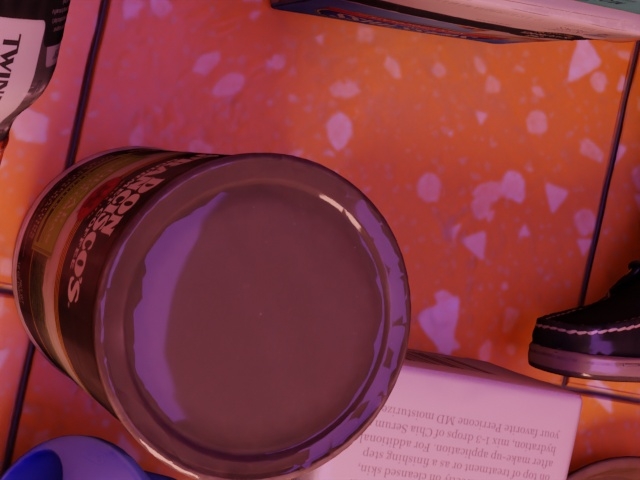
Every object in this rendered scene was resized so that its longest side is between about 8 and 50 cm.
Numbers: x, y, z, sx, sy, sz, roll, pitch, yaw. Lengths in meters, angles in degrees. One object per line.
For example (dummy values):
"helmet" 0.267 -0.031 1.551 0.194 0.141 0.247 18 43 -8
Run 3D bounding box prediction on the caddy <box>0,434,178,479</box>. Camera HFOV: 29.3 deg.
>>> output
"caddy" -0.167 0.307 0.847 0.179 0.241 0.341 16 88 -45

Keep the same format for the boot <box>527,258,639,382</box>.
"boot" 0.339 -0.031 1.110 0.377 0.138 0.284 -9 100 -27

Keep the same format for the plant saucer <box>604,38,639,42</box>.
"plant saucer" 0.284 -0.282 1.116 0.200 0.037 0.199 -2 96 -24

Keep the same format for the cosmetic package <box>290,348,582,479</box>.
"cosmetic package" 0.034 0.314 0.995 0.230 0.161 0.453 13 90 -25

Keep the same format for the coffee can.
"coffee can" -0.090 0.037 0.850 0.202 0.275 0.201 -2 96 -24

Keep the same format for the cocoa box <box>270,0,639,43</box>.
"cocoa box" 0.119 -0.336 0.930 0.232 0.228 0.347 4 94 -25

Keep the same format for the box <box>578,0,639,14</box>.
"box" 0.196 -0.211 0.820 0.244 0.060 0.100 5 94 -26

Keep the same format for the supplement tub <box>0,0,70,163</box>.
"supplement tub" -0.249 -0.217 0.768 0.207 0.207 0.338 8 107 -25

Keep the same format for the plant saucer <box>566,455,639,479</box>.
"plant saucer" 0.272 0.339 1.172 0.278 0.041 0.277 -3 97 -25
